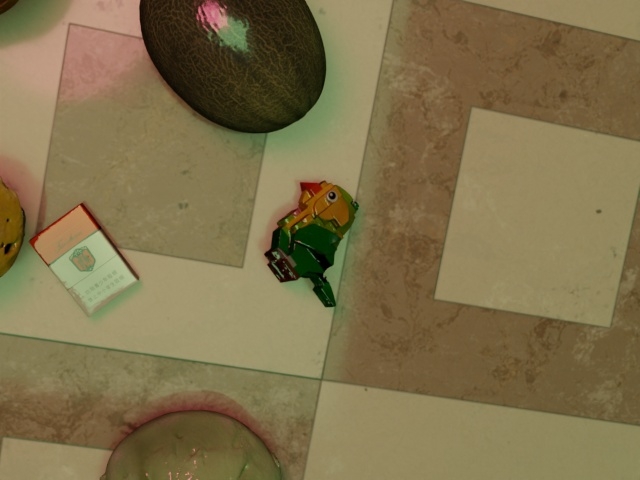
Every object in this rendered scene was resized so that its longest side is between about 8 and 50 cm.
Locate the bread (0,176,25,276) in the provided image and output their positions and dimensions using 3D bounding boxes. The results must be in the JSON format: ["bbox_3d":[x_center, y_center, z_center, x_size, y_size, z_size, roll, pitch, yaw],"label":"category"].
[{"bbox_3d":[-0.526,-0.023,1.344,0.197,0.170,0.197,-1,94,-9],"label":"bread"}]

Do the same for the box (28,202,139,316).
[{"bbox_3d":[-0.372,0.031,1.442,0.100,0.048,0.152,-37,99,-6],"label":"box"}]

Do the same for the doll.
[{"bbox_3d":[-0.008,-0.004,1.466,0.134,0.106,0.186,25,76,-16],"label":"doll"}]

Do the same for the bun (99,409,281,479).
[{"bbox_3d":[-0.203,0.419,1.442,0.293,0.187,0.293,-1,97,-7],"label":"bun"}]

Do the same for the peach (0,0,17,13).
[{"bbox_3d":[-0.541,-0.462,1.209,0.369,0.370,0.370,-1,96,-9],"label":"peach"}]

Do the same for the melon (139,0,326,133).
[{"bbox_3d":[-0.124,-0.295,1.348,0.237,0.237,0.302,-44,105,-2],"label":"melon"}]
